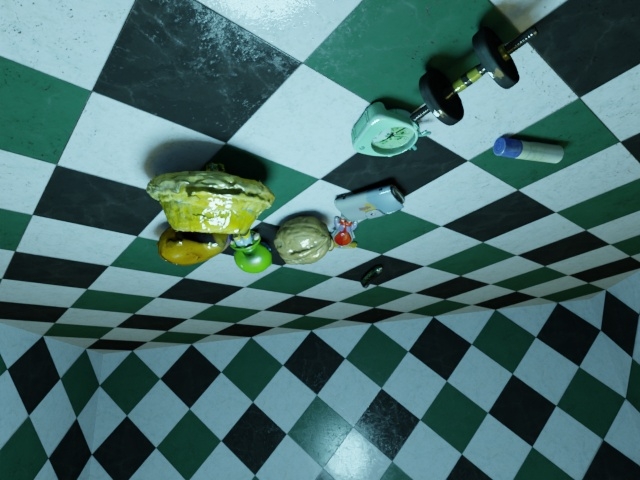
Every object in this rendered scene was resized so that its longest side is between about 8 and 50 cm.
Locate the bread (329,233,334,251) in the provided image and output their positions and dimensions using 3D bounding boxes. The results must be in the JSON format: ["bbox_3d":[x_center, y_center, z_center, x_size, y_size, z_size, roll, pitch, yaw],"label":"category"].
[{"bbox_3d":[0.000,0.000,1.843,0.126,0.044,0.129,8,154,-2],"label":"bread"}]

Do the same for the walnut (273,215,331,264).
[{"bbox_3d":[-0.070,0.000,1.658,0.244,0.198,0.198,-10,157,34],"label":"walnut"}]

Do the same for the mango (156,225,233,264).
[{"bbox_3d":[-0.473,0.007,1.611,0.286,0.153,0.201,-8,141,6],"label":"mango"}]

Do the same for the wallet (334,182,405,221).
[{"bbox_3d":[0.180,-0.138,1.556,0.230,0.070,0.170,-12,151,27],"label":"wallet"}]

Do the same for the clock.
[{"bbox_3d":[0.202,-0.301,1.201,0.210,0.066,0.159,6,153,-25],"label":"clock"}]

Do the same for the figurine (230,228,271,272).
[{"bbox_3d":[-0.291,0.041,1.767,0.162,0.143,0.263,-14,144,3],"label":"figurine"}]

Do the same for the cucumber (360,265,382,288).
[{"bbox_3d":[0.271,0.190,2.306,0.067,0.067,0.245,0,153,-14],"label":"cucumber"}]

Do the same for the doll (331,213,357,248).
[{"bbox_3d":[0.095,-0.031,1.758,0.102,0.075,0.228,8,146,3],"label":"doll"}]

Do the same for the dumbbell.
[{"bbox_3d":[0.338,-0.371,0.983,0.143,0.143,0.325,14,149,-37],"label":"dumbbell"}]

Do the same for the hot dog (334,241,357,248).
[{"bbox_3d":[0.097,0.018,1.922,0.136,0.028,0.044,1,129,-21],"label":"hot dog"}]

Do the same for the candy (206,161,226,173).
[{"bbox_3d":[-0.323,-0.191,1.356,0.062,0.058,0.194,36,163,5],"label":"candy"}]

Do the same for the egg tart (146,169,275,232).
[{"bbox_3d":[-0.334,-0.103,1.307,0.387,0.169,0.388,3,176,0],"label":"egg tart"}]

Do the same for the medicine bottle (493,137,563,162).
[{"bbox_3d":[0.657,-0.284,1.350,0.230,0.059,0.059,3,154,-19],"label":"medicine bottle"}]
